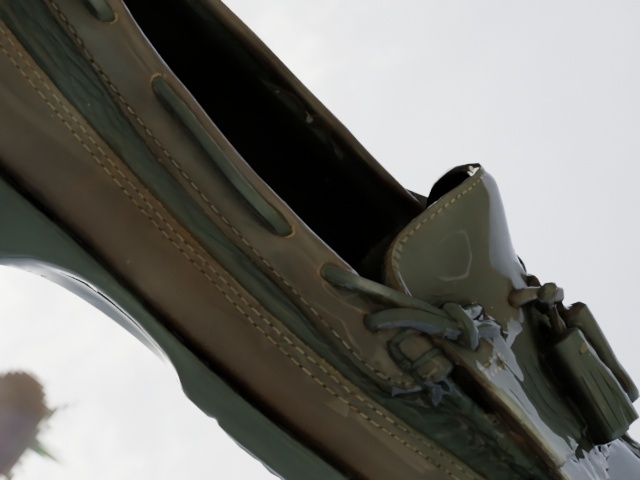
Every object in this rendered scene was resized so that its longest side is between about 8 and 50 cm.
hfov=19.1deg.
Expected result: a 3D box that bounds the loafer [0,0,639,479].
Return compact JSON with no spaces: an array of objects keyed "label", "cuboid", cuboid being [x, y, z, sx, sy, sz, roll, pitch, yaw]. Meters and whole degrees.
[{"label":"loafer","cuboid":[0.000,0.000,0.435,0.084,0.267,0.096,-53,-174,13]}]
